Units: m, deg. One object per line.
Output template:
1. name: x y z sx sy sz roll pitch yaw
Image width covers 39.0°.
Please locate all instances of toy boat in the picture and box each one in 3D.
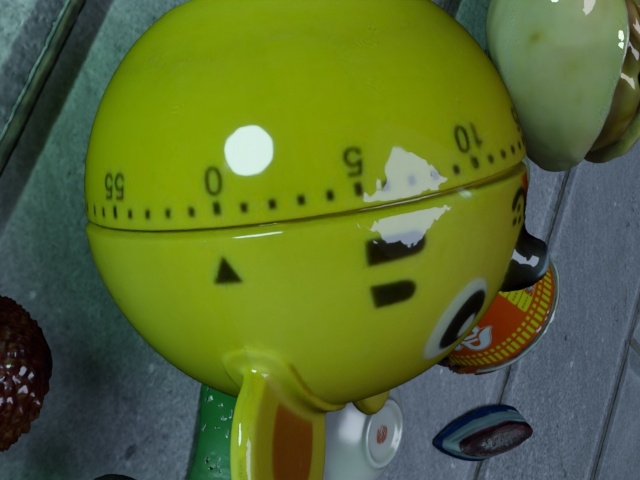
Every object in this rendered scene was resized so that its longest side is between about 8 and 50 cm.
1. toy boat: 0.238 0.279 1.291 0.229 0.046 0.080 7 94 -53

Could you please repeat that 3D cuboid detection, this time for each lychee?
1. lychee: -0.246 0.094 0.617 0.123 0.123 0.129 2 103 -51

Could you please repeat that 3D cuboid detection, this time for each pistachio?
1. pistachio: 0.318 -0.249 1.143 0.229 0.238 0.321 -12 104 -24

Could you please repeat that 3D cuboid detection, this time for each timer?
1. timer: 0.000 0.000 0.710 0.376 0.376 0.387 -20 104 -47

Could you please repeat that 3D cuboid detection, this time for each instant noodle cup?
1. instant noodle cup: 0.139 0.032 1.039 0.212 0.193 0.193 35 69 -38

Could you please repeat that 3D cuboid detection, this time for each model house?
1. model house: -0.055 0.197 0.885 0.088 0.117 0.167 16 82 -67

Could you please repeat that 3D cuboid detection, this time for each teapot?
1. teapot: 0.033 0.188 0.991 0.159 0.116 0.245 45 56 -32

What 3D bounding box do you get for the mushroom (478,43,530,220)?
1. mushroom: 0.183 -0.127 1.023 0.312 0.081 0.100 -88 158 -48

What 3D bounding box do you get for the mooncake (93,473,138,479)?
1. mooncake: -0.066 0.375 0.684 0.212 0.381 0.350 -54 145 -22
